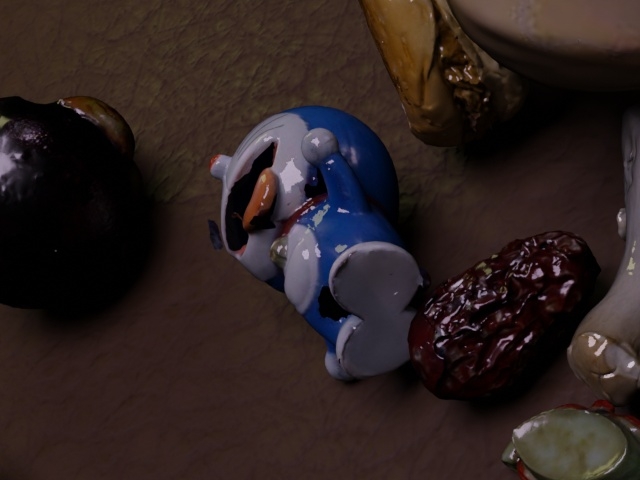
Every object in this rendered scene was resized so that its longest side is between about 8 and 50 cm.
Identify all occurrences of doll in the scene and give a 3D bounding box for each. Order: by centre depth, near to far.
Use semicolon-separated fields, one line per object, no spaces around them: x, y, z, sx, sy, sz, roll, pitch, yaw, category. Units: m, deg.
0.000;0.000;1.590;0.161;0.215;0.257;-4;31;-17;doll

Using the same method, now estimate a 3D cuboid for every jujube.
0.144;0.059;1.490;0.166;0.104;0.104;-31;43;-1;jujube

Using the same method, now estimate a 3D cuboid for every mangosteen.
-0.260;-0.052;1.840;0.211;0.211;0.250;-1;28;38;mangosteen

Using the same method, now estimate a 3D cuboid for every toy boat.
0.196;0.161;1.385;0.185;0.071;0.089;7;67;43;toy boat

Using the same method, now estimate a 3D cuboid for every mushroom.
0.256;-0.003;1.443;0.099;0.096;0.278;3;65;37;mushroom

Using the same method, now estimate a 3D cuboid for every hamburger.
0.098;-0.182;1.624;0.108;0.214;0.214;-21;46;3;hamburger

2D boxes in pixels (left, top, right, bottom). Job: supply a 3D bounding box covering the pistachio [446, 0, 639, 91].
0.262;-0.274;1.478;0.365;0.281;0.445;34;52;25;pistachio
